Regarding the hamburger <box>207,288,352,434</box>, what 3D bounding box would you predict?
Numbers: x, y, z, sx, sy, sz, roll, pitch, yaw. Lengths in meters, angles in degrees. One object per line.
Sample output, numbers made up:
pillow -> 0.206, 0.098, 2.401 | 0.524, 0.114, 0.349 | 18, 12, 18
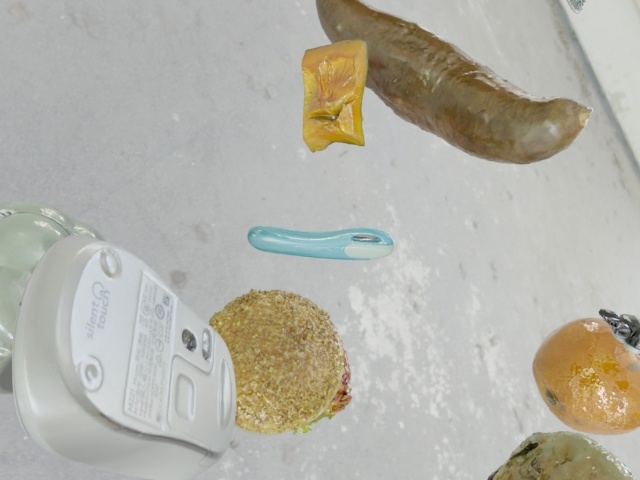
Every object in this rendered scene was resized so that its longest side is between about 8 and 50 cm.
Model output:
hamburger -> -0.089, 0.226, 0.995 | 0.294, 0.179, 0.276 | 1, 57, -16

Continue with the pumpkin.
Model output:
pumpkin -> 0.007, -0.129, 0.483 | 0.035, 0.073, 0.101 | -16, 110, -41

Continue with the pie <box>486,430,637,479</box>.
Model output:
pie -> 0.266, 0.389, 0.668 | 0.077, 0.339, 0.339 | 36, 45, 0

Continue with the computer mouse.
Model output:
computer mouse -> -0.187, 0.123, 0.503 | 0.297, 0.121, 0.184 | 52, 28, -54

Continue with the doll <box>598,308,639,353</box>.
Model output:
doll -> 0.621, 0.183, 0.979 | 0.219, 0.067, 0.091 | 19, 23, -2

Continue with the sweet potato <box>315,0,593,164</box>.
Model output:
sweet potato -> 0.117, -0.171, 0.557 | 0.341, 0.092, 0.114 | 43, -9, 31

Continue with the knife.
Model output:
knife -> 0.000, 0.000, 0.790 | 0.031, 0.222, 0.064 | -81, 173, -45

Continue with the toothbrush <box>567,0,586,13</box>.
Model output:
toothbrush -> 0.331, -0.448, 0.780 | 0.024, 0.018, 0.257 | 51, 19, -76

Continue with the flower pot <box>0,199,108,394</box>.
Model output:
flower pot -> -0.384, 0.069, 0.678 | 0.195, 0.246, 0.246 | 49, 38, 14

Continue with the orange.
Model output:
orange -> 0.720, 0.354, 1.380 | 0.312, 0.312, 0.312 | 22, 59, -41
